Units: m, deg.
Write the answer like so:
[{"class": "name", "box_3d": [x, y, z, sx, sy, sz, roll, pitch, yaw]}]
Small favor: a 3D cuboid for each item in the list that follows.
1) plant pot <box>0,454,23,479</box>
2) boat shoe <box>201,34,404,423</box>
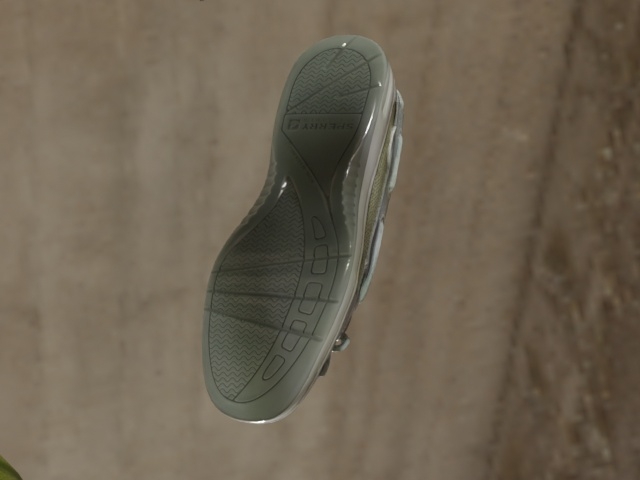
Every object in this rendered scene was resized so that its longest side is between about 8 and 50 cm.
[{"class": "plant pot", "box_3d": [-0.247, 0.341, 1.263, 0.353, 0.366, 0.366, 37, 144, 24]}, {"class": "boat shoe", "box_3d": [-0.002, -0.001, 1.519, 0.103, 0.118, 0.320, 47, -128, -55]}]
